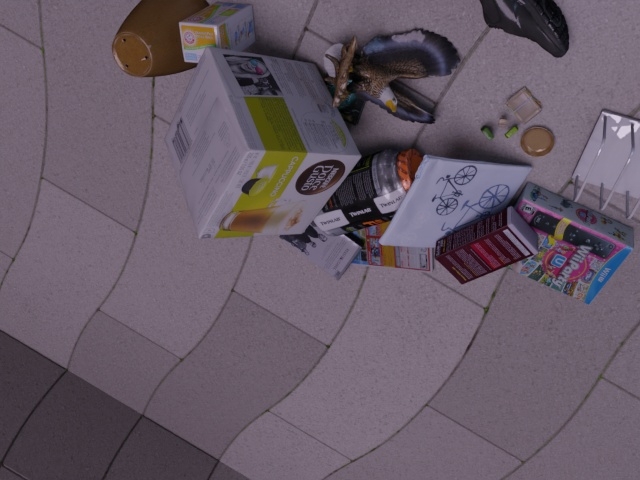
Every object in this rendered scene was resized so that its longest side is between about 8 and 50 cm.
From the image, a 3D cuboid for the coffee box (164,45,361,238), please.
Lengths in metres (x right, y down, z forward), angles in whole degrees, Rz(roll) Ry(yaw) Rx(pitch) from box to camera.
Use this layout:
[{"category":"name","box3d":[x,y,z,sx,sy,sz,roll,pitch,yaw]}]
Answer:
[{"category":"coffee box","box3d":[-0.159,-0.240,1.735,0.337,0.335,0.338,-51,53,42]}]

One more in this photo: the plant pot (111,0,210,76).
[{"category":"plant pot","box3d":[-0.434,-0.535,1.790,0.237,0.254,0.237,11,127,15]}]

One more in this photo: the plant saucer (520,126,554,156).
[{"category":"plant saucer","box3d":[0.554,-0.253,1.709,0.084,0.015,0.083,11,126,16]}]

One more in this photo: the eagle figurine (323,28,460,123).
[{"category":"eagle figurine","box3d":[0.166,-0.400,1.678,0.226,0.299,0.225,-10,89,62]}]

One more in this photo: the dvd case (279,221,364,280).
[{"category":"dvd case","box3d":[0.000,0.000,2.094,0.239,0.029,0.179,36,134,3]}]

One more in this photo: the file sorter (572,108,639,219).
[{"category":"file sorter","box3d":[0.766,-0.154,1.586,0.278,0.173,0.192,19,129,10]}]

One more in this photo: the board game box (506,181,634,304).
[{"category":"board game box","box3d":[0.641,0.010,1.804,0.304,0.097,0.224,24,130,6]}]

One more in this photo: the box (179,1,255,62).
[{"category":"box","box3d":[-0.265,-0.541,1.744,0.114,0.203,0.103,10,126,17]}]

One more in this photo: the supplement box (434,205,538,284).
[{"category":"supplement box","box3d":[0.438,0.017,1.776,0.239,0.073,0.130,-28,123,35]}]

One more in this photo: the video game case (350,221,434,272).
[{"category":"video game case","box3d":[0.199,-0.003,2.030,0.285,0.025,0.204,5,125,20]}]

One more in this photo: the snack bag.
[{"category":"snack bag","box3d":[0.347,-0.091,1.779,0.343,0.037,0.323,2,136,-25]}]

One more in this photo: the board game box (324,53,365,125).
[{"category":"board game box","box3d":[0.071,-0.413,1.801,0.126,0.026,0.186,25,129,6]}]

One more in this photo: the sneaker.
[{"category":"sneaker","box3d":[0.449,-0.519,1.528,0.286,0.109,0.130,48,134,-1]}]

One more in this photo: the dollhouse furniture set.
[{"category":"dollhouse furniture set","box3d":[0.480,-0.312,1.696,0.152,0.058,0.076,-41,93,19]}]

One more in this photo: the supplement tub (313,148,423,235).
[{"category":"supplement tub","box3d":[0.136,-0.136,1.858,0.316,0.193,0.193,-16,115,32]}]
